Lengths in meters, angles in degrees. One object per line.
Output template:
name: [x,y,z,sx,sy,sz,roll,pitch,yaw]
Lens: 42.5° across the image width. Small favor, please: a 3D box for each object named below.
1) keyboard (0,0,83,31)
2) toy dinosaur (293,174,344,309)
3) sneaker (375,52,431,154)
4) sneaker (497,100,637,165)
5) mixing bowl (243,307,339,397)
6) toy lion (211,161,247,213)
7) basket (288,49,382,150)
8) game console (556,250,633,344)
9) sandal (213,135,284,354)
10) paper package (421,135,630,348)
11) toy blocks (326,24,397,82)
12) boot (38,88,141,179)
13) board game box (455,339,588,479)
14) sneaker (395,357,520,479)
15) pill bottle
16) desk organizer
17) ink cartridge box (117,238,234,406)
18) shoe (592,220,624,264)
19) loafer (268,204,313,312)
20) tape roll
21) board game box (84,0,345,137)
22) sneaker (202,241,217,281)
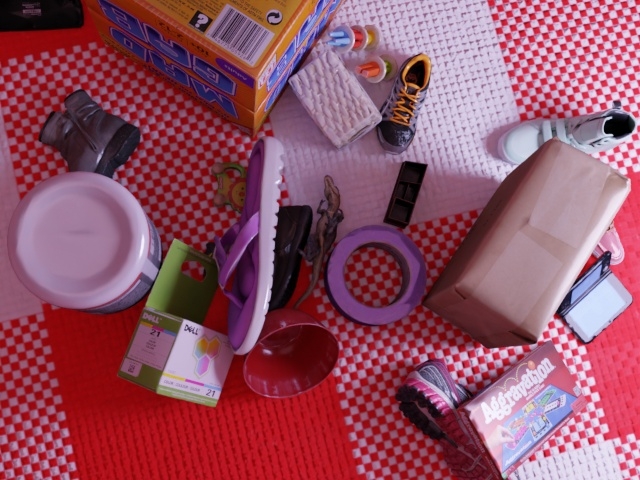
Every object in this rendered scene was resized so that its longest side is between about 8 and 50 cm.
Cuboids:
keyboard: [-0.564,-0.463,1.614,0.192,0.038,0.100,-4,106,-7]
toy dinosaur: [0.000,0.000,1.549,0.064,0.118,0.268,17,80,3]
sneaker: [0.166,-0.273,1.621,0.084,0.083,0.215,16,82,-4]
sneaker: [0.483,-0.212,1.606,0.256,0.151,0.094,-9,85,-5]
mixing bowl: [-0.066,0.190,1.509,0.181,0.181,0.098,-20,41,-8]
toy lion: [-0.161,-0.102,1.595,0.096,0.034,0.100,-3,82,-13]
basket: [0.026,-0.271,1.583,0.113,0.103,0.167,-36,86,11]
game console: [0.538,0.112,1.602,0.144,0.124,0.085,-41,61,-9]
sandal: [-0.147,0.003,1.493,0.102,0.169,0.416,12,67,-17]
paper package: [0.358,0.018,1.482,0.168,0.309,0.325,34,80,3]
toy blocks: [0.076,-0.361,1.596,0.148,0.054,0.123,-21,81,-53]
boot: [-0.469,-0.156,1.559,0.161,0.083,0.246,30,75,7]
board game box: [0.378,0.307,1.521,0.281,0.027,0.145,-27,84,-37]
sneaker: [0.276,0.351,1.532,0.299,0.121,0.112,51,50,-5]
pill bottle: [-0.377,0.019,1.388,0.210,0.363,0.210,1,82,-6]
desk organizer: [0.168,-0.093,1.611,0.047,0.050,0.130,19,81,-2]
ink cartridge box: [-0.226,0.149,1.463,0.097,0.189,0.255,15,80,30]
shoe: [0.550,-0.033,1.622,0.063,0.081,0.178,-30,86,-8]
loafer: [-0.077,0.032,1.566,0.078,0.080,0.220,14,75,10]
tape roll: [0.103,0.068,1.569,0.189,0.080,0.189,1,82,-6]
board game box: [-0.171,-0.464,1.478,0.356,0.356,0.356,33,81,0]
sneaker: [-0.211,0.042,1.573,0.035,0.031,0.083,17,85,22]
